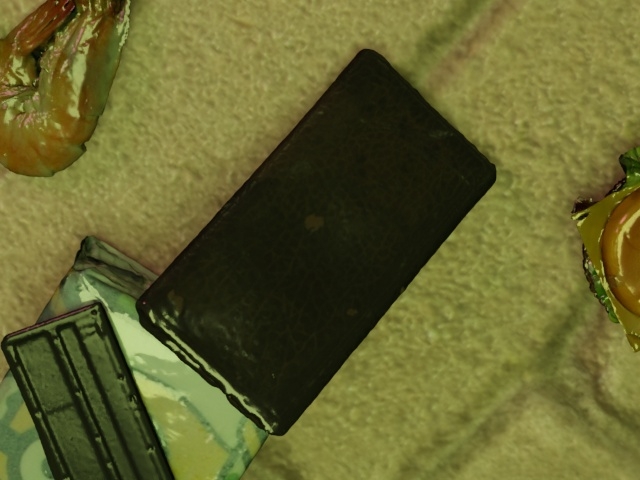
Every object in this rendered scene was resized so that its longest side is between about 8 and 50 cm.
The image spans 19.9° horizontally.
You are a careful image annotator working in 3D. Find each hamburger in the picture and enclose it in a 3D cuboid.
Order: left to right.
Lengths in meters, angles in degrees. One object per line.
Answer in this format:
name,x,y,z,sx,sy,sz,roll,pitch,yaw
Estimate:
hamburger,0.308,0.002,1.625,0.164,0.093,0.189,-15,105,-1

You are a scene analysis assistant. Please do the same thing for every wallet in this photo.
wallet,0.000,0.000,1.578,0.170,0.044,0.321,44,75,-10

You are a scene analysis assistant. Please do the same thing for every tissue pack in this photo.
tissue pack,-0.195,0.187,1.635,0.228,0.128,0.311,31,102,-9

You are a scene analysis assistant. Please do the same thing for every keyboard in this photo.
keyboard,-0.161,0.239,1.570,0.103,0.041,0.381,-19,100,3

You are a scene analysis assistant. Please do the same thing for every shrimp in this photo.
shrimp,-0.233,-0.157,1.588,0.115,0.051,0.217,24,104,-6
